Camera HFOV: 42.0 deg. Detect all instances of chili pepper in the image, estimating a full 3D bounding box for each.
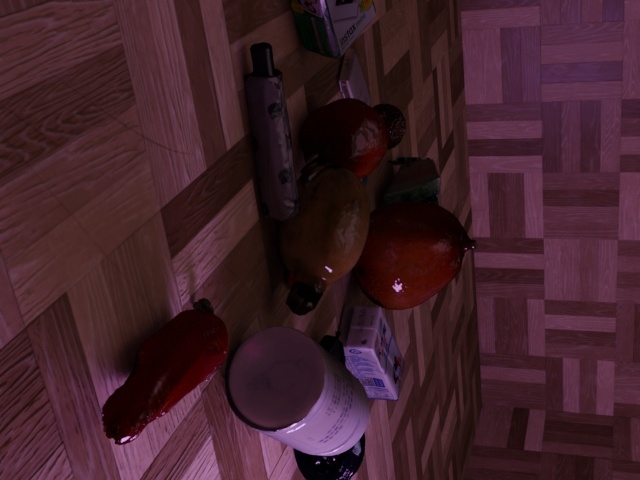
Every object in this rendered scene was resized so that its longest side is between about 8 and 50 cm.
[{"bbox_3d":[-0.211,0.179,1.181,0.387,0.110,0.110,-47,135,-66],"label":"chili pepper"}]

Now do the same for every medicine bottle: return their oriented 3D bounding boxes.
[{"bbox_3d":[-0.032,0.296,1.580,0.332,0.189,0.190,51,44,-61],"label":"medicine bottle"}]

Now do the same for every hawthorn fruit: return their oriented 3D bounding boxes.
[{"bbox_3d":[0.036,-0.210,1.799,0.251,0.189,0.190,-22,113,-48],"label":"hawthorn fruit"},{"bbox_3d":[0.220,0.027,2.160,0.311,0.295,0.295,-32,135,-14],"label":"hawthorn fruit"}]

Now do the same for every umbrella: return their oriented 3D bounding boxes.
[{"bbox_3d":[-0.091,-0.197,1.556,0.067,0.073,0.338,-43,131,-56],"label":"umbrella"}]

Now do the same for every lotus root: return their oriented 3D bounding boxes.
[{"bbox_3d":[0.000,0.000,1.671,0.183,0.182,0.310,52,47,-61],"label":"lotus root"}]

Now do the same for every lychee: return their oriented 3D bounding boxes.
[{"bbox_3d":[0.167,-0.299,2.231,0.129,0.123,0.123,116,-13,-62],"label":"lychee"}]

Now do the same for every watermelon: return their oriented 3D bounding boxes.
[{"bbox_3d":[0.289,-0.109,2.497,0.302,0.151,0.264,-65,157,-46],"label":"watermelon"}]

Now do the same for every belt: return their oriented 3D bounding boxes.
[{"bbox_3d":[0.021,0.432,1.799,0.078,0.151,0.199,1,88,-70],"label":"belt"}]

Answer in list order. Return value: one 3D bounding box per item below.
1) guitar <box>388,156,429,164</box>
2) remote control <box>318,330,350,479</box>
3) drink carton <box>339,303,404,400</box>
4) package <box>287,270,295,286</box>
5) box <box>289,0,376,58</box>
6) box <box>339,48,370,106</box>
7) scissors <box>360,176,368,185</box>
[{"bbox_3d":[0.264,-0.246,2.584,0.233,0.088,0.025,-9,100,-61],"label":"guitar"},{"bbox_3d":[0.029,0.410,1.953,0.144,0.062,0.399,-54,142,-57],"label":"remote control"},{"bbox_3d":[0.135,0.297,2.184,0.315,0.106,0.131,65,31,-51],"label":"drink carton"},{"bbox_3d":[-0.041,0.014,1.787,0.083,0.022,0.201,56,38,-60],"label":"package"},{"bbox_3d":[0.022,-0.524,1.740,0.180,0.103,0.250,-54,146,-25],"label":"box"},{"bbox_3d":[0.087,-0.381,2.120,0.198,0.029,0.109,64,33,-55],"label":"box"},{"bbox_3d":[0.091,-0.125,2.142,0.125,0.030,0.256,64,30,-54],"label":"scissors"}]
